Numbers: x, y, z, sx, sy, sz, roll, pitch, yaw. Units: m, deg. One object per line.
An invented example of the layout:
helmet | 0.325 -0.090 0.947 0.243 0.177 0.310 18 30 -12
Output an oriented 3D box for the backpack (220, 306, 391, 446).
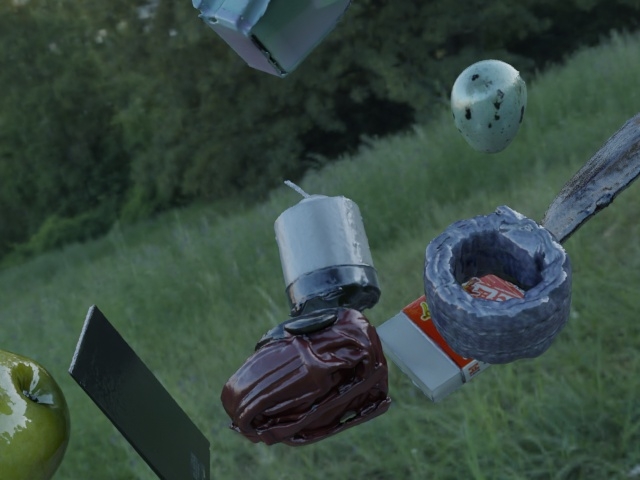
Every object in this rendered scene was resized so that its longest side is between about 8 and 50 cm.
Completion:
backpack | -0.021 0.182 1.096 0.229 0.139 0.229 -24 -22 -10

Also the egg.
egg | 0.288 -0.224 1.462 0.131 0.164 0.131 -11 38 9

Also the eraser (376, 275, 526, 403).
eraser | 0.214 0.127 1.301 0.230 0.038 0.157 -32 43 -13

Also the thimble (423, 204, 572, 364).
thimble | 0.181 0.046 0.880 0.150 0.098 0.150 -7 51 9

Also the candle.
candle | 0.000 0.000 1.713 0.187 0.330 0.187 -11 -25 -5

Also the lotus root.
lotus root | 0.425 -0.091 1.318 0.329 0.078 0.167 -47 -13 25

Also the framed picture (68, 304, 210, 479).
framed picture | -0.278 0.277 1.387 0.014 0.338 0.255 -34 20 4

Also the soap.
soap | -0.044 -0.488 1.313 0.261 0.446 0.156 23 -10 22

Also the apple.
apple | -0.491 0.282 1.283 0.194 0.261 0.261 -42 15 8
